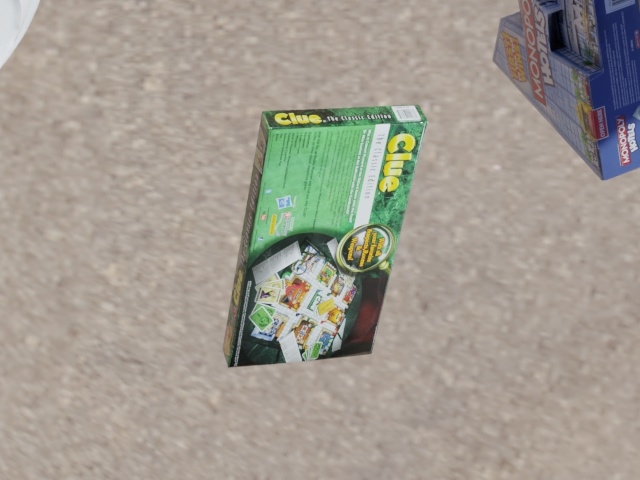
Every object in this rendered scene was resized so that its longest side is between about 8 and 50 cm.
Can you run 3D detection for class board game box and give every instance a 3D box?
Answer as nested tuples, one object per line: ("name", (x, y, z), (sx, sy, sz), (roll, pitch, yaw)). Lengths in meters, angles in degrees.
("board game box", (0.206, -0.177, 1.515), (0.060, 0.194, 0.194), (-21, 120, -14))
("board game box", (0.000, 0.000, 1.483), (0.136, 0.030, 0.260), (-2, 131, -17))

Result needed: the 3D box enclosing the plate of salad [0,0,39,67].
("plate of salad", (-0.263, -0.127, 1.157), (0.200, 0.200, 0.048), (-41, 76, -18))
